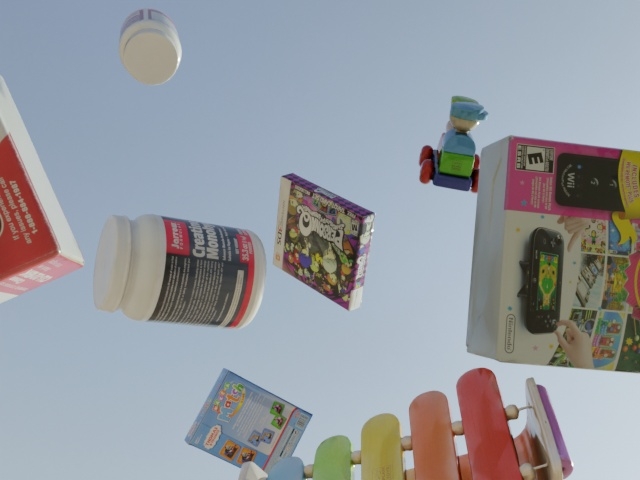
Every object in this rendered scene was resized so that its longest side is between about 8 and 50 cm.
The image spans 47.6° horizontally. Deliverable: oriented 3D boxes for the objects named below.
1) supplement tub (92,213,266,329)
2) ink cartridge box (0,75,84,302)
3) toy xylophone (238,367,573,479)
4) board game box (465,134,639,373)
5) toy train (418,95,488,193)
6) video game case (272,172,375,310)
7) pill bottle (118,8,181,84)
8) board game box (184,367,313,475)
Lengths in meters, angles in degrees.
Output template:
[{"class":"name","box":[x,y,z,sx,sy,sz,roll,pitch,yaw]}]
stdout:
[{"class":"supplement tub","box":[-0.252,0.056,1.304,0.272,0.191,0.191,9,-40,-28]},{"class":"ink cartridge box","box":[-0.364,-0.016,0.578,0.196,0.273,0.114,65,-10,3]},{"class":"toy xylophone","box":[0.072,0.242,0.634,0.323,0.236,0.081,-24,-65,7]},{"class":"board game box","box":[0.317,0.022,0.748,0.304,0.223,0.097,6,-4,-8]},{"class":"toy train","box":[0.235,-0.186,1.256,0.105,0.248,0.143,11,-66,3]},{"class":"video game case","box":[0.000,0.000,1.455,0.232,0.042,0.210,30,-56,36]},{"class":"pill bottle","box":[-0.341,-0.387,1.449,0.121,0.221,0.121,-6,-62,-11]},{"class":"board game box","box":[-0.140,0.373,1.448,0.212,0.160,0.039,33,-13,-22]}]
